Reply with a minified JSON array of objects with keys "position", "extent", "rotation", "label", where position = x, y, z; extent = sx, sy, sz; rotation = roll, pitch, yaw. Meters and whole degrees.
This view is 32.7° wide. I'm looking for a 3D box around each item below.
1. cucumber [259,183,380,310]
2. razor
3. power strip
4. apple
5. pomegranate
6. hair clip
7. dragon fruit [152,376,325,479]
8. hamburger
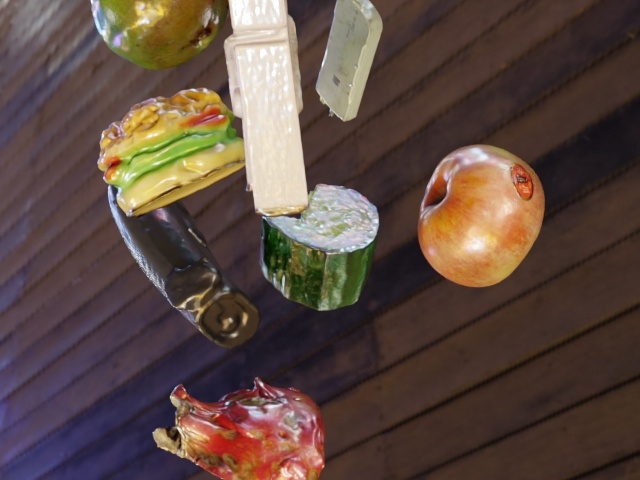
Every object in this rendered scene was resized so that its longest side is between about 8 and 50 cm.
[{"position":[0.010,0.004,1.721],"extent":[0.130,0.191,0.191],"rotation":[102,161,-45],"label":"cucumber"},{"position":[-0.225,0.028,1.748],"extent":[0.107,0.189,0.327],"rotation":[-41,52,1],"label":"razor"},{"position":[0.039,-0.258,1.565],"extent":[0.080,0.029,0.227],"rotation":[52,148,26],"label":"power strip"},{"position":[0.234,-0.040,1.611],"extent":[0.209,0.164,0.209],"rotation":[-60,11,19],"label":"apple"},{"position":[-0.214,-0.312,1.334],"extent":[0.210,0.180,0.180],"rotation":[36,104,13],"label":"pomegranate"},{"position":[-0.066,-0.192,1.258],"extent":[0.101,0.085,0.331],"rotation":[-88,-8,-61],"label":"hair clip"},{"position":[-0.112,0.251,1.473],"extent":[0.262,0.211,0.134],"rotation":[13,90,67],"label":"dragon fruit"},{"position":[-0.224,-0.137,1.605],"extent":[0.237,0.237,0.149],"rotation":[-23,94,45],"label":"hamburger"}]
